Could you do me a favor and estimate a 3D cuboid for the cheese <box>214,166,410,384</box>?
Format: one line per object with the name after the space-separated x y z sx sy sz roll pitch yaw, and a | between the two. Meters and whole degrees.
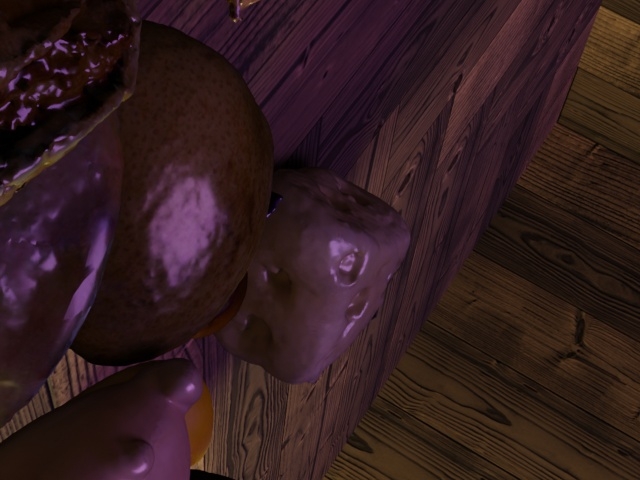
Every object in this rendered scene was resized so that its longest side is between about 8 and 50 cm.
0.002 0.000 1.558 0.248 0.173 0.251 -50 158 -38 | cheese

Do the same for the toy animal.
-0.133 0.229 0.935 0.277 0.247 0.345 -36 180 -39 | toy animal

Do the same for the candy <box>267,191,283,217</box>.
-0.135 0.028 1.082 0.145 0.070 0.275 -52 -158 -23 | candy

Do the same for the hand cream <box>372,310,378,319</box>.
0.011 0.092 1.754 0.312 0.070 0.111 -39 -153 58 | hand cream

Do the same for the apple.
-0.204 -0.011 0.687 0.265 0.193 0.120 -60 158 11 | apple

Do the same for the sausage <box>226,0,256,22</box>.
0.038 -0.352 1.107 0.433 0.087 0.088 -57 167 -18 | sausage

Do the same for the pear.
-0.134 -0.026 0.890 0.228 0.188 0.211 57 51 -69 | pear

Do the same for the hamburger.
-0.184 -0.098 0.551 0.183 0.206 0.130 -49 -177 -38 | hamburger

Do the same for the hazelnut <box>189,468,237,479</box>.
-0.163 0.458 1.571 0.420 0.353 0.421 -23 170 -4 | hazelnut

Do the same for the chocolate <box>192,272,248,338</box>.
-0.131 0.030 1.286 0.124 0.127 0.133 -33 -174 9 | chocolate
